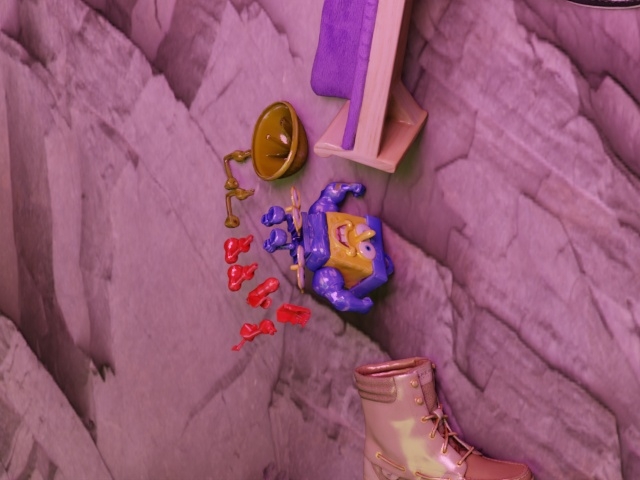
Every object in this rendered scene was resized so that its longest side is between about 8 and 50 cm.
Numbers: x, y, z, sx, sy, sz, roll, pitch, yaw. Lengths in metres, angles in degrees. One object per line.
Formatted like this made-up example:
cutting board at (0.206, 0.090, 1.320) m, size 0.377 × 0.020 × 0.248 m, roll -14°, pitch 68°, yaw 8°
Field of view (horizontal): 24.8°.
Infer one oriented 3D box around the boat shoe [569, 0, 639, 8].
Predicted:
boat shoe at (0.288, -0.363, 1.855) m, size 0.302 × 0.091 × 0.114 m, roll 18°, pitch 112°, yaw 19°

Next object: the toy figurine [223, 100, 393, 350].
toy figurine at (0.000, 0.000, 2.076) m, size 0.191 × 0.217 × 0.363 m, roll -45°, pitch 40°, yaw 42°

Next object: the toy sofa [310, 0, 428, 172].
toy sofa at (0.062, -0.283, 1.885) m, size 0.177 × 0.150 × 0.363 m, roll 18°, pitch 130°, yaw 11°

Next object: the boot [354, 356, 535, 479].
boot at (0.174, 0.272, 2.092) m, size 0.262 × 0.095 × 0.204 m, roll 0°, pitch 104°, yaw 29°
